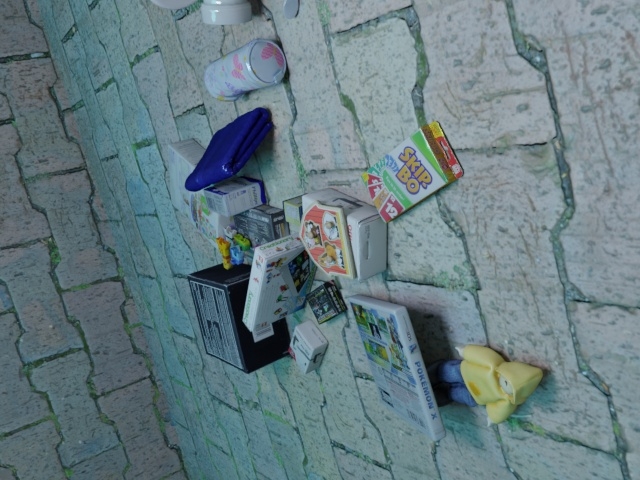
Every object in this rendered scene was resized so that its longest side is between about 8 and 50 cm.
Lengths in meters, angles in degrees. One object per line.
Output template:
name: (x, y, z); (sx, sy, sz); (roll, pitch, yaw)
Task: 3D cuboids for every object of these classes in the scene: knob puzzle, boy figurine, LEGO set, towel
knob puzzle: (0.000, 0.000, 1.502); (0.213, 0.030, 0.213); (33, 133, 43)
boy figurine: (0.335, 0.298, 1.291); (0.285, 0.092, 0.177); (-20, 88, 61)
LEGO set: (-0.253, 0.044, 1.916); (0.227, 0.087, 0.093); (30, 132, 47)
towel: (-0.259, -0.244, 1.782); (0.076, 0.227, 0.308); (35, 159, -23)

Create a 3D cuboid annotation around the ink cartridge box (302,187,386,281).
ink cartridge box: (0.057, -0.019, 1.521); (0.218, 0.092, 0.158); (30, 131, 47)

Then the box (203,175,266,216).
box: (-0.254, -0.132, 1.872); (0.126, 0.137, 0.072); (19, 126, 51)

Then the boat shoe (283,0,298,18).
boat shoe: (-0.071, -0.565, 1.461); (0.035, 0.035, 0.100); (-107, 14, -53)

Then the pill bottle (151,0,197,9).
pill bottle: (-0.477, -0.820, 1.734); (0.392, 0.224, 0.224); (47, 142, 31)

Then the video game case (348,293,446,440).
video game case: (0.170, 0.282, 1.487); (0.329, 0.036, 0.299); (-179, 71, -76)

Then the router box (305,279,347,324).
router box: (0.015, 0.171, 1.739); (0.092, 0.038, 0.122); (64, 148, 9)

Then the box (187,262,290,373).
box: (-0.268, 0.237, 2.061); (0.294, 0.183, 0.296); (7, 111, 53)

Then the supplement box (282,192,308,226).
supplement box: (-0.040, -0.079, 1.637); (0.083, 0.083, 0.056); (23, 126, 50)

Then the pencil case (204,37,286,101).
pencil case: (-0.201, -0.437, 1.647); (0.273, 0.114, 0.124); (0, 118, 56)

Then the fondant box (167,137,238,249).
fondant box: (-0.386, -0.159, 2.096); (0.330, 0.096, 0.238); (41, 138, 38)

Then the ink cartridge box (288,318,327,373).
ink cartridge box: (-0.039, 0.317, 1.885); (0.099, 0.056, 0.135); (49, 143, 29)

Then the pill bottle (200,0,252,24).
pill bottle: (-0.235, -0.680, 1.508); (0.169, 0.169, 0.301); (31, 132, 44)

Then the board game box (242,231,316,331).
board game box: (-0.105, 0.109, 1.738); (0.053, 0.193, 0.305); (48, 142, 30)

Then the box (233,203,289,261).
box: (-0.174, -0.017, 1.897); (0.231, 0.056, 0.183); (18, 123, 51)

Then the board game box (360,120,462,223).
board game box: (0.184, -0.137, 1.322); (0.259, 0.039, 0.124); (-35, 79, 54)
